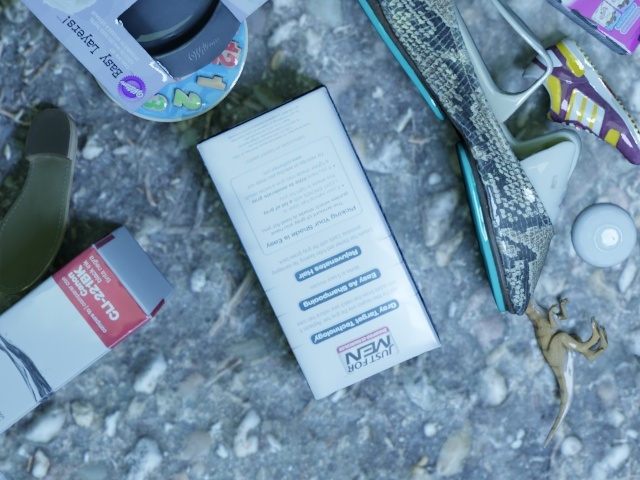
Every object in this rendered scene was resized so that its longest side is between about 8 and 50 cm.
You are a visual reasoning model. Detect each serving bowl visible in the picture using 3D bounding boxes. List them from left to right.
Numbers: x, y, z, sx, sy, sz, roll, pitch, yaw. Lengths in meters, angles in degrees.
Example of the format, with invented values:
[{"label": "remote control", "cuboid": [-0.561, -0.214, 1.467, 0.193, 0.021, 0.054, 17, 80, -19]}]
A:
[{"label": "serving bowl", "cuboid": [0.362, -0.005, 1.511, 0.083, 0.027, 0.083, 0, 100, 0]}]

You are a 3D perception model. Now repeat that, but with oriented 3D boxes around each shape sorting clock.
[{"label": "shape sorting clock", "cuboid": [-0.191, -0.250, 1.473, 0.206, 0.040, 0.206, 0, 98, 0]}]

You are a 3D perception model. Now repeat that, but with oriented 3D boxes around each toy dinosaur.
[{"label": "toy dinosaur", "cuboid": [0.310, 0.145, 1.528, 0.112, 0.064, 0.212, -19, 89, 21]}]

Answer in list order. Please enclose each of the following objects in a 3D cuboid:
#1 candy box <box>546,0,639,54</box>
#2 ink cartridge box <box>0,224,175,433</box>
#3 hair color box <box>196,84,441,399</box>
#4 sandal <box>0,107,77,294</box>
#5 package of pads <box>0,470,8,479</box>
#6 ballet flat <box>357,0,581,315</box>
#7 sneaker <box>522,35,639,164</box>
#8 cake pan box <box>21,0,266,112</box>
[{"label": "candy box", "cuboid": [0.322, -0.354, 1.436, 0.233, 0.071, 0.159, 36, 97, -5]}, {"label": "ink cartridge box", "cuboid": [-0.328, 0.115, 1.452, 0.273, 0.197, 0.114, -38, 95, 5]}, {"label": "hair color box", "cuboid": [0.000, 0.000, 1.477, 0.173, 0.105, 0.347, -24, 97, 4]}, {"label": "sandal", "cuboid": [-0.339, -0.040, 1.494, 0.088, 0.079, 0.240, 6, 77, 15]}, {"label": "package of pads", "cuboid": [-0.425, 0.465, 1.556, 0.229, 0.101, 0.296, -37, 97, 7]}, {"label": "ballet flat", "cuboid": [0.203, -0.152, 1.423, 0.182, 0.164, 0.483, -24, 95, 9]}, {"label": "sneaker", "cuboid": [0.327, -0.158, 1.474, 0.084, 0.069, 0.185, -36, 91, 14]}, {"label": "cake pan box", "cuboid": [-0.212, -0.313, 1.375, 0.245, 0.070, 0.267, -36, 115, 12]}]
